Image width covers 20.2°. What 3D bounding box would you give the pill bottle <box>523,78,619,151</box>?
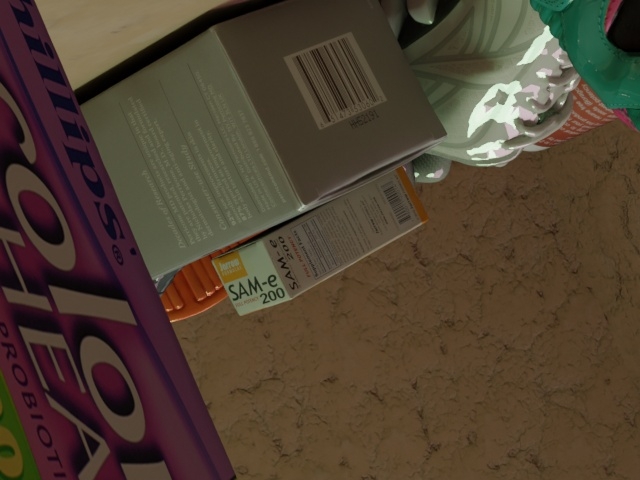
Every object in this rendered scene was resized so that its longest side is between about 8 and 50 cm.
[{"bbox_3d":[0.189,-0.141,1.398,0.216,0.121,0.121,-24,180,39],"label":"pill bottle"}]

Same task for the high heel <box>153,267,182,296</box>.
[{"bbox_3d":[-0.131,-0.046,1.212,0.186,0.093,0.261,-49,156,17],"label":"high heel"}]

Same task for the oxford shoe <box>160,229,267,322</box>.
[{"bbox_3d":[-0.098,-0.018,1.534,0.363,0.130,0.133,-23,-174,-11],"label":"oxford shoe"}]

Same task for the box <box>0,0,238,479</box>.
[{"bbox_3d":[-0.117,0.043,0.348,0.117,0.213,0.243,-23,180,13],"label":"box"}]

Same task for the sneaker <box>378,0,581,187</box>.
[{"bbox_3d":[0.103,-0.107,0.905,0.110,0.118,0.292,-21,177,-38],"label":"sneaker"}]

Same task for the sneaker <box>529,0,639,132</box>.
[{"bbox_3d":[0.199,-0.113,0.589,0.295,0.178,0.124,-24,180,34],"label":"sneaker"}]

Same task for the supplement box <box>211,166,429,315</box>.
[{"bbox_3d":[0.000,0.000,0.949,0.098,0.036,0.062,-29,-176,-29],"label":"supplement box"}]

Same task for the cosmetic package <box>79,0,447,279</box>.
[{"bbox_3d":[-0.071,-0.039,0.925,0.238,0.107,0.127,-27,-179,44],"label":"cosmetic package"}]
